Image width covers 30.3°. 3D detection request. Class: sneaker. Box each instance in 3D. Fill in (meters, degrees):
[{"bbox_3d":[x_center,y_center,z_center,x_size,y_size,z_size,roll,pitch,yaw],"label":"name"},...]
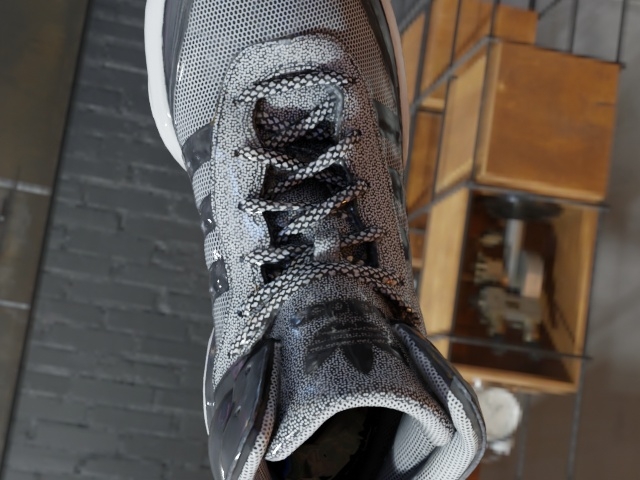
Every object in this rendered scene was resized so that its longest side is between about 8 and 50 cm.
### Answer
[{"bbox_3d":[0.000,0.000,0.417,0.101,0.269,0.153,-8,-161,-10],"label":"sneaker"}]
